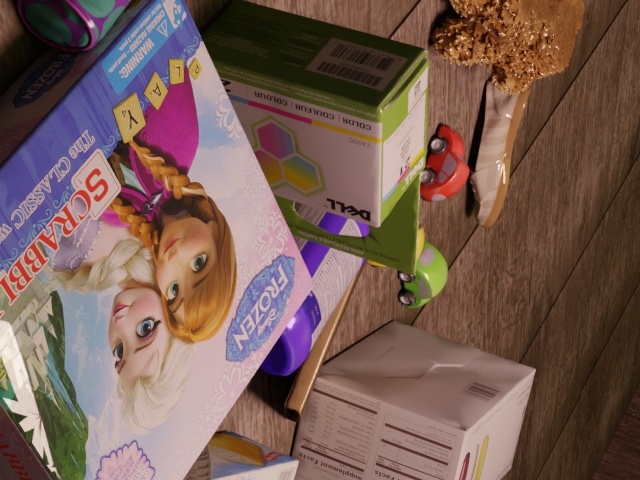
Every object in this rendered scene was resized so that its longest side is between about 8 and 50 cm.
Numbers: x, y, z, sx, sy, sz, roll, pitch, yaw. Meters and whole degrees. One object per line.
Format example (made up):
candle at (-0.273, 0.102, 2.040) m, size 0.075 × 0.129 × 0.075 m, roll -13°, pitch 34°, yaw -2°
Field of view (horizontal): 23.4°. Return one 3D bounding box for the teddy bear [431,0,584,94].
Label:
teddy bear at (0.210, -0.310, 1.839) m, size 0.338 × 0.113 × 0.245 m, roll 11°, pitch 92°, yaw -61°

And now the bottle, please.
bottle at (0.000, 0.000, 1.569) m, size 0.283 × 0.092 × 0.118 m, roll -58°, pitch 160°, yaw -32°

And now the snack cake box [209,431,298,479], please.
snack cake box at (-0.129, 0.278, 1.489) m, size 0.264 × 0.089 × 0.152 m, roll 7°, pitch 102°, yaw -68°

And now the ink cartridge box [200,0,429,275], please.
ink cartridge box at (-0.009, -0.063, 1.363) m, size 0.097 × 0.188 × 0.255 m, roll -52°, pitch 152°, yaw -42°

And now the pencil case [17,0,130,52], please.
pencil case at (-0.148, -0.203, 1.087) m, size 0.152 × 0.064 × 0.070 m, roll -59°, pitch 155°, yaw -27°

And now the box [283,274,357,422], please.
box at (0.006, 0.100, 1.698) m, size 0.164 × 0.021 × 0.201 m, roll 95°, pitch 17°, yaw -79°

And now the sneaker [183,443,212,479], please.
sneaker at (-0.164, 0.123, 1.317) m, size 0.083 × 0.118 × 0.222 m, roll 21°, pitch 59°, yaw -50°

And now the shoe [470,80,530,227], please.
shoe at (0.234, -0.119, 2.103) m, size 0.076 × 0.058 × 0.219 m, roll -74°, pitch 176°, yaw -62°

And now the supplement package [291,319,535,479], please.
supplement package at (0.116, 0.223, 1.876) m, size 0.262 × 0.204 × 0.145 m, roll -26°, pitch 131°, yaw -62°

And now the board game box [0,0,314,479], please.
board game box at (-0.152, 0.025, 1.145) m, size 0.319 × 0.066 × 0.318 m, roll -56°, pitch 137°, yaw -35°

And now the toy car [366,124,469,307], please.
toy car at (0.133, 0.003, 1.947) m, size 0.239 × 0.053 × 0.225 m, roll -55°, pitch 153°, yaw -36°
